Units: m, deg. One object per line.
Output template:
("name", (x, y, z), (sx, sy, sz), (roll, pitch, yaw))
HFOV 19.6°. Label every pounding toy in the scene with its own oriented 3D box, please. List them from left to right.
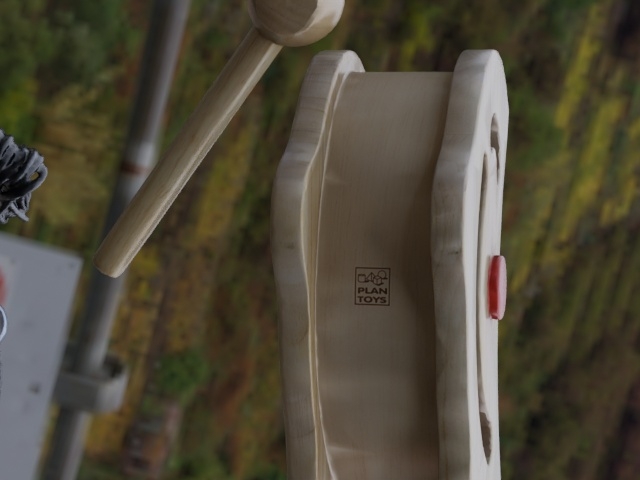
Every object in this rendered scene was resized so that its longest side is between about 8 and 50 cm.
("pounding toy", (0.000, 0.000, 0.787), (0.154, 0.155, 0.269), (-61, 150, -67))

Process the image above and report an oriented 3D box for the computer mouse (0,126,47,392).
("computer mouse", (-0.208, 0.062, 1.093), (0.184, 0.060, 0.262), (127, -17, -74))
